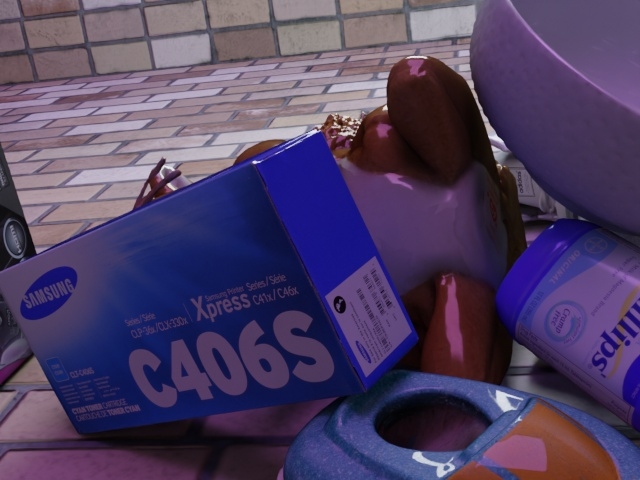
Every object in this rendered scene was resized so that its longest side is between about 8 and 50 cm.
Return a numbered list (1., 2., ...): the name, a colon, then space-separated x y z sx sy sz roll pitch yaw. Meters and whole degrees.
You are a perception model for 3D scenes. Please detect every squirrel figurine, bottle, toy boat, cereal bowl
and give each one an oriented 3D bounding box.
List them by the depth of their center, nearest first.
1. toy boat: 0.059 0.167 0.482 0.268 0.148 0.318 9 26 36
2. bottle: 0.260 0.091 0.628 0.118 0.092 0.283 -51 47 1
3. cereal bowl: 0.276 -0.106 0.749 0.339 0.141 0.339 14 39 -11
4. squirrel figurine: 0.000 0.000 0.871 0.371 0.281 0.397 -10 4 24

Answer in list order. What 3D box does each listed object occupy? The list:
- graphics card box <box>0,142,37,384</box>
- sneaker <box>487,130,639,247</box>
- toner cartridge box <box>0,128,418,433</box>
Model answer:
1. graphics card box: -0.389 0.066 0.784 0.094 0.232 0.371 -7 20 14
2. sneaker: 0.286 -0.053 1.003 0.210 0.137 0.366 0 18 24
3. toner cartridge box: -0.108 0.050 0.667 0.348 0.165 0.075 -19 10 42
